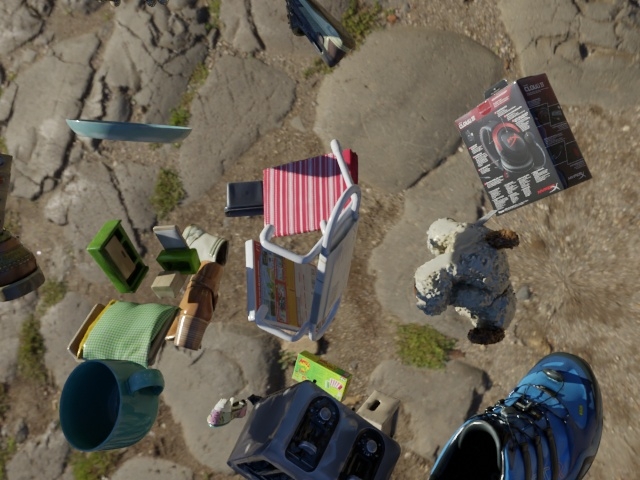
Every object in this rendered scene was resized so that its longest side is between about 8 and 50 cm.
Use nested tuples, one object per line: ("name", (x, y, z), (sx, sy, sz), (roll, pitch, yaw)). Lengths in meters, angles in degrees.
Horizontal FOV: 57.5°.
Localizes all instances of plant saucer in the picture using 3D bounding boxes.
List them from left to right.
("plant saucer", (-0.500, -0.288, 1.539), (0.318, 0.317, 0.043), (10, 103, 23))

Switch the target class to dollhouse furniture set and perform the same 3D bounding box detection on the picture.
("dollhouse furniture set", (-0.407, 0.103, 1.232), (0.198, 0.151, 0.301), (-3, 41, 19))

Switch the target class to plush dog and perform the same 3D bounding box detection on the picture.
("plush dog", (0.330, 0.086, 1.195), (0.211, 0.262, 0.225), (-14, 120, 30))

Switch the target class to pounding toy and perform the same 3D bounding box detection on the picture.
("pounding toy", (0.129, 0.444, 1.427), (0.100, 0.141, 0.130), (17, 117, 26))

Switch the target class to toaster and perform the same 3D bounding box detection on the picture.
("toaster", (-0.018, 0.280, 0.774), (0.168, 0.110, 0.186), (39, 143, -11))

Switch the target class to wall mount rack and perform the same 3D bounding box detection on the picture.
("wall mount rack", (0.000, 0.000, 1.027), (0.130, 0.304, 0.350), (24, 136, 15))

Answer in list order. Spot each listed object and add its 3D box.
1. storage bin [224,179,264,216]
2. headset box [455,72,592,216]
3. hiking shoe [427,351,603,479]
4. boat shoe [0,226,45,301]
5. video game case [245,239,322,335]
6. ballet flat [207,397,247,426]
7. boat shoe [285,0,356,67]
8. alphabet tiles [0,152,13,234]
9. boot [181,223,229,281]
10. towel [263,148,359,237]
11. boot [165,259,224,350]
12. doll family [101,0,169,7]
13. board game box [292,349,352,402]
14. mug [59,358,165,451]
("storage bin", (-0.218, -0.124, 1.728), (0.135, 0.098, 0.091), (-4, 79, -6))
("headset box", (0.461, -0.231, 1.365), (0.218, 0.110, 0.293), (-31, 81, 61))
("hiking shoe", (0.215, 0.225, 0.632), (0.113, 0.132, 0.304), (17, 53, 43))
("boat shoe", (-0.559, 0.014, 0.983), (0.307, 0.111, 0.104), (7, 122, 41))
("video game case", (-0.089, 0.130, 1.505), (0.025, 0.285, 0.204), (-18, 65, 30))
("ballet flat", (-0.310, 0.569, 1.963), (0.077, 0.221, 0.079), (12, 87, 21))
("boat shoe", (-0.019, -0.282, 0.741), (0.049, 0.056, 0.152), (-47, 68, 23))
("alphabet tiles", (-0.670, -0.103, 0.953), (0.011, 0.285, 0.342), (-61, 35, 31))
("boot", (-0.389, 0.070, 1.873), (0.165, 0.077, 0.213), (22, 93, 25))
("towel", (-0.027, -0.117, 1.502), (0.275, 0.031, 0.198), (-9, 75, 28))
("boot", (-0.324, 0.160, 1.489), (0.109, 0.283, 0.220), (18, 78, -11))
("doll family", (-0.284, -0.324, 0.706), (0.193, 0.111, 0.076), (8, 110, 23))
("board game box", (0.005, 0.429, 1.838), (0.181, 0.043, 0.092), (23, 109, 25))
("mug", (-0.292, 0.243, 0.858), (0.158, 0.097, 0.129), (4, 80, 31))
